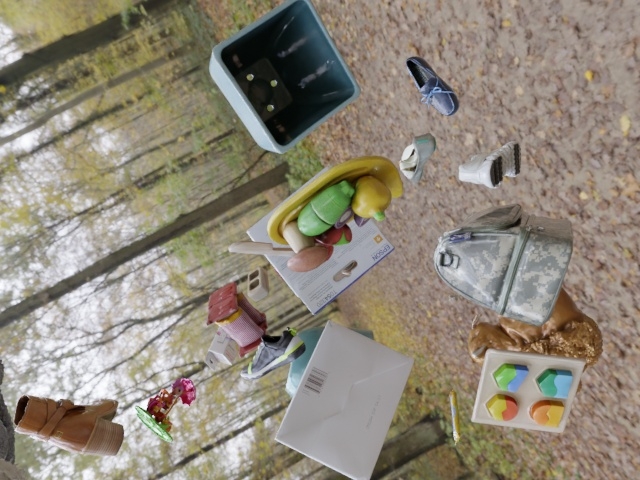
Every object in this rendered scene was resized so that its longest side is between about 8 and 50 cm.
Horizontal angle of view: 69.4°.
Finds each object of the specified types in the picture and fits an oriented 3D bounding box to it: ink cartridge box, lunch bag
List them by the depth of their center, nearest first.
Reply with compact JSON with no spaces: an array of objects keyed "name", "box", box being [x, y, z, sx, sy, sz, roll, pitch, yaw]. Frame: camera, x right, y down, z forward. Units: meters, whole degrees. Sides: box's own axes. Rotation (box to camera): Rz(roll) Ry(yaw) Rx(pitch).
[{"name":"lunch bag","box":[0.415,0.033,1.054,0.305,0.255,0.213,-25,-53,-59]},{"name":"ink cartridge box","box":[0.000,0.000,1.419,0.330,0.324,0.071,51,176,2]},{"name":"ink cartridge box","box":[-0.356,0.395,1.761,0.067,0.198,0.115,11,149,18]}]

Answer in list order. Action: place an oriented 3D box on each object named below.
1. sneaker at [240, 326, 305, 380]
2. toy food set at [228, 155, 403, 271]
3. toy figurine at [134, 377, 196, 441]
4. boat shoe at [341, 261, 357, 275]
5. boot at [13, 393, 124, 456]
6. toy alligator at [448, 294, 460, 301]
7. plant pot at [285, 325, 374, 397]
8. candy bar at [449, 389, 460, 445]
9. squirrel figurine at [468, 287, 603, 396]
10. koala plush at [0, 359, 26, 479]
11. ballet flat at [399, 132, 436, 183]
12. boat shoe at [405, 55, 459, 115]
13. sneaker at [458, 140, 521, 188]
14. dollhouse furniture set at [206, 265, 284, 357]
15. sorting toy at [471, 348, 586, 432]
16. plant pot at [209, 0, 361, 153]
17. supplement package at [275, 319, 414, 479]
[{"name":"sneaker","box":[-0.142,0.307,1.293,0.097,0.234,0.084,58,-156,0]},{"name":"toy food set","box":[0.010,-0.010,0.562,0.128,0.217,0.071,15,-134,-54]},{"name":"toy figurine","box":[-0.432,0.461,1.331,0.130,0.159,0.173,15,138,28]},{"name":"boat shoe","box":[0.102,0.016,1.921,0.120,0.122,0.324,48,-150,-41]},{"name":"boot","box":[-0.597,0.416,1.083,0.220,0.109,0.283,30,170,-29]},{"name":"toy alligator","box":[0.456,0.139,1.370,0.056,0.189,0.051,51,137,35]},{"name":"plant pot","box":[0.021,0.403,1.456,0.293,0.234,0.293,12,-90,-90]},{"name":"candy bar","box":[0.397,0.519,1.363,0.162,0.018,0.040,-80,-5,-49]},{"name":"squirrel figurine","box":[0.690,0.333,1.534,0.281,0.370,0.397,45,-169,-41]},{"name":"koala plush","box":[-0.427,0.262,0.511,0.221,0.196,0.204,8,116,50]},{"name":"ballet flat","box":[0.237,-0.207,1.187,0.213,0.068,0.072,98,161,-71]},{"name":"boat shoe","box":[0.380,-0.537,1.630,0.258,0.089,0.109,52,129,16]},{"name":"sneaker","box":[0.513,-0.230,1.376,0.118,0.292,0.110,5,109,42]},{"name":"dollhouse furniture set","box":[-0.174,0.202,1.545,0.201,0.373,0.152,52,-167,-31]},{"name":"sorting toy","box":[0.427,0.318,0.956,0.038,0.192,0.209,-74,-12,-63]},{"name":"plant pot","box":[-0.108,-0.367,1.081,0.248,0.247,0.252,55,165,-20]},{"name":"supplement package","box":[0.050,0.342,0.999,0.203,0.262,0.145,24,161,7]}]
